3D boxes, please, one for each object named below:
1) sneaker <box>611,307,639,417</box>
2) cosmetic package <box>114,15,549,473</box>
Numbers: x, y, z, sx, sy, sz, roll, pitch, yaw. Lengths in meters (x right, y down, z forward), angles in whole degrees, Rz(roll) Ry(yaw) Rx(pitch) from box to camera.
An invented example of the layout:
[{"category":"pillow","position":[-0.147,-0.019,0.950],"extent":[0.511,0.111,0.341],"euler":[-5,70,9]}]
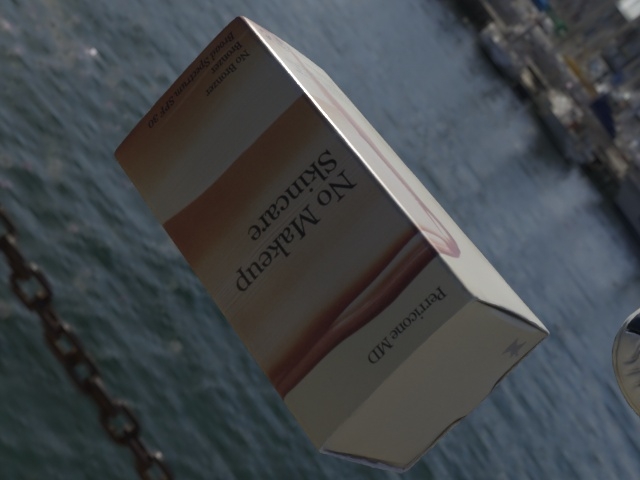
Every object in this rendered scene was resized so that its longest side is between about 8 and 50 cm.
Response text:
[{"category":"sneaker","position":[0.225,0.078,0.779],"extent":[0.235,0.094,0.153],"euler":[8,0,-29]},{"category":"cosmetic package","position":[0.000,0.000,0.959],"extent":[0.296,0.153,0.129],"euler":[51,14,31]}]
